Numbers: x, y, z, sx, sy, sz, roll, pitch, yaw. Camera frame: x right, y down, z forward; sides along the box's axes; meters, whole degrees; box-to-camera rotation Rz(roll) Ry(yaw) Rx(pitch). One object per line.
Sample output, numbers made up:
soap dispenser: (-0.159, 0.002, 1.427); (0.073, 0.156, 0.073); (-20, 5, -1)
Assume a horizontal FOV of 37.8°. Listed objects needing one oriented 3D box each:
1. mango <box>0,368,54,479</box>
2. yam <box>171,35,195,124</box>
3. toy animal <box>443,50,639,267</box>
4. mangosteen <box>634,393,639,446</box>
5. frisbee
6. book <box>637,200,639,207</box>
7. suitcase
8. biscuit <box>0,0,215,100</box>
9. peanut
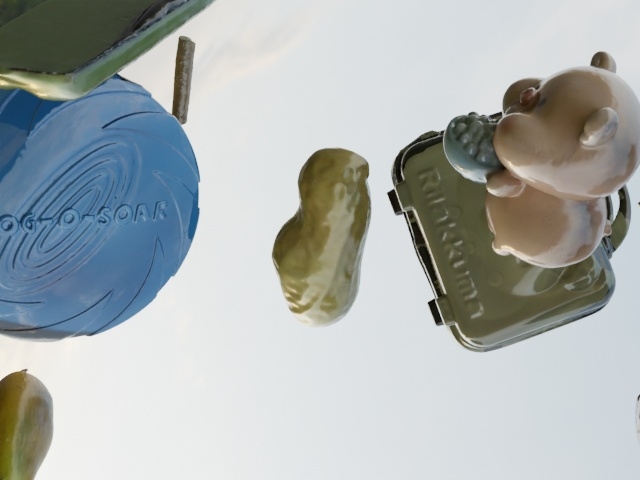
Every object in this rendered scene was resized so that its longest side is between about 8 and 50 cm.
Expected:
mango: (-0.371, 0.234, 1.159); (0.066, 0.101, 0.187); (-15, -141, 2)
yam: (-0.224, -0.259, 1.521); (0.032, 0.032, 0.145); (-102, -160, -61)
toy animal: (0.289, -0.084, 1.138); (0.229, 0.221, 0.210); (-21, -157, 21)
mangosteen: (0.557, 0.200, 1.210); (0.307, 0.307, 0.347); (-36, -131, 34)
frisbee: (-0.207, -0.022, 0.771); (0.242, 0.242, 0.045); (-54, -146, -2)
book: (0.775, -0.067, 1.861); (0.232, 0.162, 0.022); (-31, 164, 2)
suitcase: (0.303, -0.033, 1.432); (0.339, 0.351, 0.194); (-19, 174, -3)
biscuit: (-0.141, -0.178, 0.710); (0.322, 0.099, 0.038); (-59, 157, -53)
peanut: (0.000, 0.000, 1.472); (0.147, 0.148, 0.319); (-95, -168, -58)
